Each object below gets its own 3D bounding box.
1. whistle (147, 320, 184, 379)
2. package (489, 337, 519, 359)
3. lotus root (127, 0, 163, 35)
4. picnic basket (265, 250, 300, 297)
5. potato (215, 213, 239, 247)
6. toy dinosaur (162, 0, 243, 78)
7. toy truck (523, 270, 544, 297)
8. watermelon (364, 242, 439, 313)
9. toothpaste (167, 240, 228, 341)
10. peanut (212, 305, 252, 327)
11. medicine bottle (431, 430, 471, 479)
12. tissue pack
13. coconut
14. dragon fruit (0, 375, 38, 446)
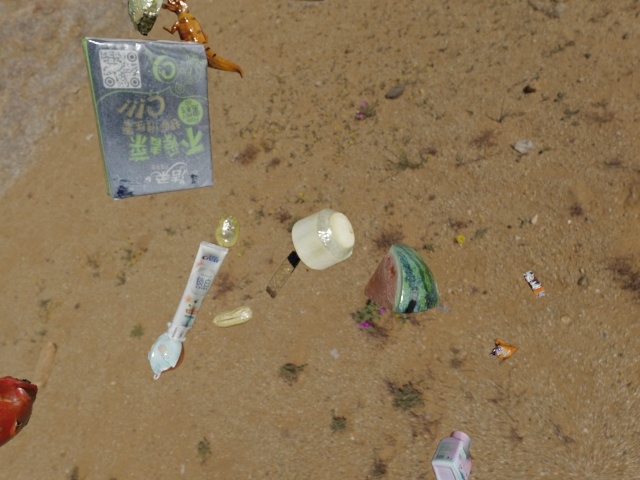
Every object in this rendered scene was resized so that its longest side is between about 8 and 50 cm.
[{"bbox_3d":[-0.611,0.407,1.790,0.142,0.133,0.346,-22,42,51],"label":"whistle"},{"bbox_3d":[0.621,0.369,1.467,0.077,0.033,0.110,0,21,47],"label":"package"},{"bbox_3d":[-0.442,-0.591,1.070,0.143,0.070,0.144,-33,53,43],"label":"lotus root"},{"bbox_3d":[-0.143,0.129,1.655,0.054,0.110,0.193,33,69,1],"label":"picnic basket"},{"bbox_3d":[-0.360,-0.037,1.663,0.070,0.091,0.138,142,138,-66],"label":"potato"},{"bbox_3d":[-0.400,-0.604,1.386,0.432,0.097,0.208,51,129,7],"label":"toy dinosaur"},{"bbox_3d":[0.463,0.092,0.934,0.024,0.032,0.083,-34,16,19],"label":"toy truck"},{"bbox_3d":[0.292,0.164,1.673,0.292,0.250,0.283,-22,74,11],"label":"watermelon"},{"bbox_3d":[-0.395,0.161,1.366,0.066,0.100,0.323,27,94,49],"label":"toothpaste"},{"bbox_3d":[-0.357,0.313,1.750,0.174,0.080,0.080,-15,57,10],"label":"peanut"},{"bbox_3d":[0.472,0.769,1.521,0.094,0.188,0.119,-17,98,36],"label":"medicine bottle"},{"bbox_3d":[-0.448,-0.324,1.157,0.287,0.395,0.124,-11,29,-27],"label":"tissue pack"},{"bbox_3d":[0.000,0.000,1.513,0.222,0.202,0.202,-24,53,36],"label":"coconut"},{"bbox_3d":[-0.620,0.323,0.751,0.125,0.246,0.125,-11,88,12],"label":"dragon fruit"}]
